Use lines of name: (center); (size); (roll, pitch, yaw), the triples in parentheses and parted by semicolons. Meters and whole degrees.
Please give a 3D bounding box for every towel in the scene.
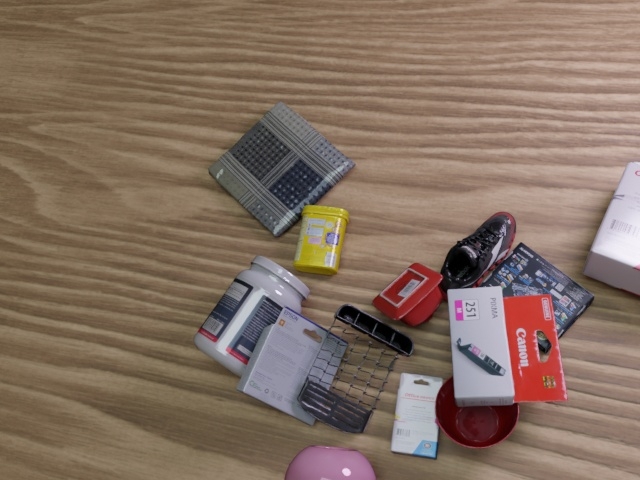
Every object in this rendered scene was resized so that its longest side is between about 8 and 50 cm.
towel: (-0.115, -0.206, 1.951); (0.312, 0.056, 0.324); (-44, 67, -4)

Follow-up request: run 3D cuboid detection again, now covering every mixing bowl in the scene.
mixing bowl: (0.353, 0.393, 1.547); (0.182, 0.098, 0.181); (-7, 56, 10)

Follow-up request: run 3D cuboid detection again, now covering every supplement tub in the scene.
supplement tub: (-0.168, 0.194, 1.708); (0.191, 0.191, 0.272); (29, 77, 22)

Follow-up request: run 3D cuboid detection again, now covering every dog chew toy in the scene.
dog chew toy: (0.014, 0.622, 1.489); (0.207, 0.206, 0.331); (3, 76, 14)

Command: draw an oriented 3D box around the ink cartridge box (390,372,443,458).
ink cartridge box: (0.228, 0.409, 1.597); (0.105, 0.061, 0.181); (5, 69, 15)

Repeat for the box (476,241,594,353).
box: (0.512, 0.135, 1.653); (0.220, 0.051, 0.175); (41, 81, 24)

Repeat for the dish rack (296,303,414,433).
dish rack: (0.076, 0.312, 1.625); (0.208, 0.074, 0.271); (29, 75, -7)

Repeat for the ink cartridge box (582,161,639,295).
ink cartridge box: (0.768, -0.020, 1.602); (0.207, 0.117, 0.283); (23, 65, 21)

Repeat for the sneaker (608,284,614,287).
sneaker: (0.722, 0.097, 1.629); (0.083, 0.037, 0.031); (12, 73, 19)

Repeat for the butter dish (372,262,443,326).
butter dish: (0.234, 0.152, 1.682); (0.160, 0.118, 0.160); (-42, 21, -7)

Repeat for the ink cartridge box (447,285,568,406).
ink cartridge box: (0.416, 0.233, 1.546); (0.239, 0.060, 0.275); (-5, 55, 12)

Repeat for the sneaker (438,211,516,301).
sneaker: (0.388, 0.028, 1.682); (0.098, 0.135, 0.276); (37, 78, 26)

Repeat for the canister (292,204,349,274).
canister: (0.000, 0.000, 1.818); (0.126, 0.073, 0.169); (6, 71, 15)

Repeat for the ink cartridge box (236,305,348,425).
ink cartridge box: (-0.062, 0.299, 1.639); (0.045, 0.223, 0.223); (1, 61, 57)
